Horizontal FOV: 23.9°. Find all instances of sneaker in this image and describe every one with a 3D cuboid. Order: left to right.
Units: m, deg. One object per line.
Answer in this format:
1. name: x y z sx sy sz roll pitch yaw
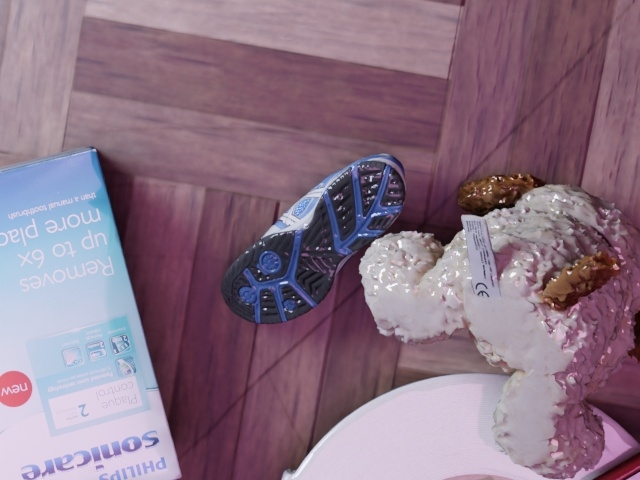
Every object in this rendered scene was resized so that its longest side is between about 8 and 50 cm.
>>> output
1. sneaker: 0.000 0.000 1.340 0.211 0.081 0.080 -37 97 22

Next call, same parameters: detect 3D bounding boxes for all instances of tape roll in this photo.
1. tape roll: 0.137 0.308 1.338 0.392 0.072 0.392 0 85 1

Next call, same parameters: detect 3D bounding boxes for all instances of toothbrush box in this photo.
1. toothbrush box: -0.262 0.085 1.312 0.216 0.126 0.295 -14 98 -8

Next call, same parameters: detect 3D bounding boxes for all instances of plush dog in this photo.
1. plush dog: 0.198 0.031 1.273 0.262 0.225 0.210 44 127 3

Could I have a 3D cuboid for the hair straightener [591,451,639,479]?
1. hair straightener: 0.234 0.251 1.281 0.230 0.047 0.089 -28 84 -2
